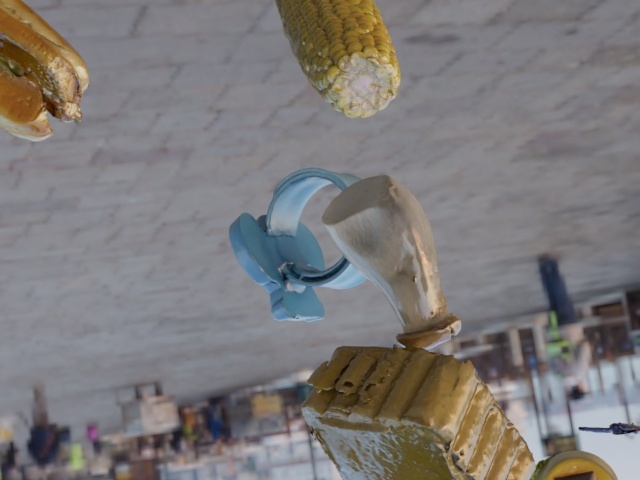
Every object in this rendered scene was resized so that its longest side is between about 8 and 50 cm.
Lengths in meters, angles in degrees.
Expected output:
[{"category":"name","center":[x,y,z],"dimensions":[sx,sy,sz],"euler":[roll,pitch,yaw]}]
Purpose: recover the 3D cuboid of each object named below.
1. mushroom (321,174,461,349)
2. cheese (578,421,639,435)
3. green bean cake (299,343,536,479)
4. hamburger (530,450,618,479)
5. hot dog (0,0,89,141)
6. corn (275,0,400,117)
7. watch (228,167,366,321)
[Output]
[{"category":"mushroom","center":[0.097,0.024,1.540],"dimensions":[0.116,0.225,0.093],"euler":[-33,177,0]},{"category":"cheese","center":[0.435,0.229,1.505],"dimensions":[0.244,0.062,0.155],"euler":[-1,169,28]},{"category":"green bean cake","center":[0.113,0.227,1.480],"dimensions":[0.224,0.131,0.230],"euler":[2,137,43]},{"category":"hamburger","center":[0.357,0.364,1.799],"dimensions":[0.141,0.126,0.081],"euler":[-27,175,2]},{"category":"hot dog","center":[-0.328,-0.195,1.180],"dimensions":[0.109,0.269,0.072],"euler":[-51,176,7]},{"category":"corn","center":[0.014,-0.212,1.260],"dimensions":[0.101,0.101,0.310],"euler":[-7,-144,-9]},{"category":"watch","center":[0.000,0.000,1.797],"dimensions":[0.193,0.211,0.211],"euler":[-32,161,26]}]
